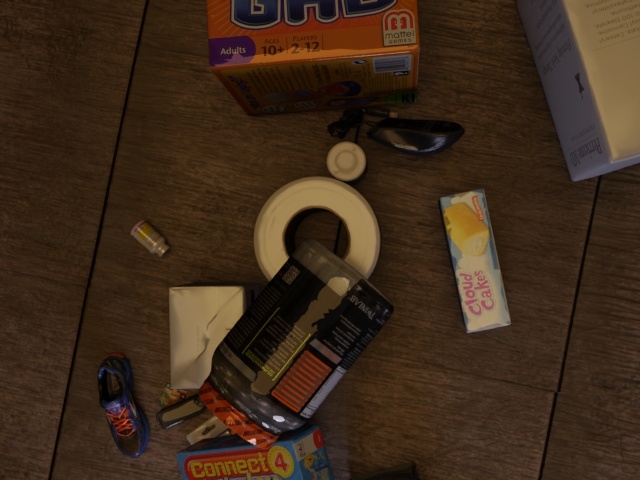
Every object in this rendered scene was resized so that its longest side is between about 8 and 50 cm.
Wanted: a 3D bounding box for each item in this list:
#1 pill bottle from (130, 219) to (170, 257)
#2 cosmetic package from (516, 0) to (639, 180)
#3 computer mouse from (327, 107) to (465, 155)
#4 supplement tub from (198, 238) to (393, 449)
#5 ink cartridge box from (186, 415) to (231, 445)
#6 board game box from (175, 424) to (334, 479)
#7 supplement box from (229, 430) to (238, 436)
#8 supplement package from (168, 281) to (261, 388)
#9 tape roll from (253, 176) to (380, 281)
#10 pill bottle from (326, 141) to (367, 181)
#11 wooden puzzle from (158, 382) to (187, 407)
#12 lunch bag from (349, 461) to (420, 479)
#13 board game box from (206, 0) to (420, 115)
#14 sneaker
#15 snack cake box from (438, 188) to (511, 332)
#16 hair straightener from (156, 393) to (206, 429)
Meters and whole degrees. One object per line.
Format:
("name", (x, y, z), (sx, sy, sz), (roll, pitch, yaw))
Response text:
("pill bottle", (-0.355, -0.002, 1.782), (0.083, 0.043, 0.043), (42, 93, 4))
("cosmetic package", (0.591, -0.353, 1.556), (0.327, 0.329, 0.394), (-17, 87, 4))
("computer mouse", (0.154, -0.213, 1.676), (0.262, 0.184, 0.060), (4, 112, 11))
("supplement tub", (-0.047, 0.183, 1.490), (0.207, 0.207, 0.338), (39, 88, 4))
("ink cartridge box", (-0.195, 0.456, 1.753), (0.104, 0.061, 0.181), (-37, 86, 5))
("board game box", (-0.102, 0.518, 1.602), (0.308, 0.086, 0.302), (-17, 90, 36))
("supplement box", (-0.085, 0.419, 1.722), (0.081, 0.104, 0.188), (-45, 86, 3))
("supplement package", (-0.204, 0.182, 1.687), (0.149, 0.203, 0.194), (-1, 90, 5))
("tape roll", (0.000, 0.000, 1.687), (0.246, 0.169, 0.246), (0, 89, 5))
("pill bottle", (0.055, -0.151, 1.699), (0.078, 0.137, 0.078), (0, 89, 6))
("wooden puzzle", (-0.312, 0.331, 1.793), (0.049, 0.006, 0.083), (21, 91, 5))
("lunch bag", (0.144, 0.575, 1.609), (0.168, 0.287, 0.235), (-16, 87, 5))
("board game box", (-0.005, -0.457, 1.587), (0.356, 0.356, 0.356), (-4, 85, 5))
("sneaker", (-0.421, 0.347, 1.763), (0.083, 0.087, 0.221), (-20, 87, 5))
("snack cake box", (0.299, 0.038, 1.667), (0.089, 0.152, 0.264), (-12, 88, 6))
("hair straightener", (-0.227, 0.335, 1.741), (0.230, 0.089, 0.047), (-17, 89, 2))
